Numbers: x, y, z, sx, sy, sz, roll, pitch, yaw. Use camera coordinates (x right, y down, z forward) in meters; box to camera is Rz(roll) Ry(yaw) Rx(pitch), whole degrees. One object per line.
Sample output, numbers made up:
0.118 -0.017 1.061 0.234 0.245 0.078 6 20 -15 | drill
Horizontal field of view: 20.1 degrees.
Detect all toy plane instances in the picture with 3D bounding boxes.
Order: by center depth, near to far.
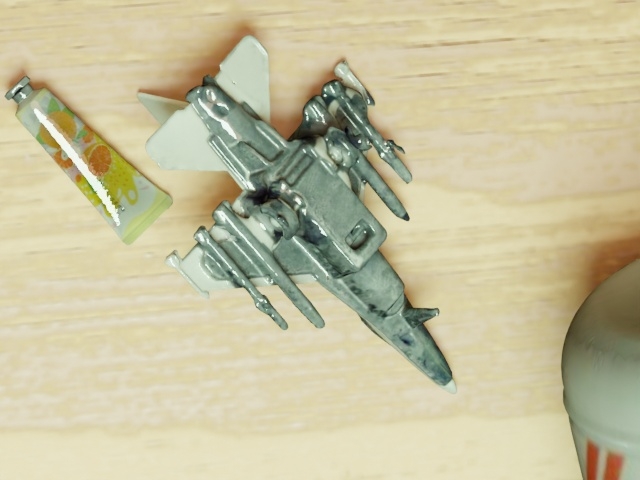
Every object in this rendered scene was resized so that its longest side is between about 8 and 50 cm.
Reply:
0.003 -0.008 0.931 0.234 0.082 0.160 43 60 -6 | toy plane

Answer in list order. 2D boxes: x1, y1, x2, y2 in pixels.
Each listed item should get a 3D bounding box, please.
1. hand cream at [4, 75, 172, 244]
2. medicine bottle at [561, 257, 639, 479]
-0.123 -0.044 0.943 0.035 0.022 0.102 -45 101 -8 | hand cream
0.263 0.153 0.882 0.245 0.245 0.306 -17 102 -6 | medicine bottle
